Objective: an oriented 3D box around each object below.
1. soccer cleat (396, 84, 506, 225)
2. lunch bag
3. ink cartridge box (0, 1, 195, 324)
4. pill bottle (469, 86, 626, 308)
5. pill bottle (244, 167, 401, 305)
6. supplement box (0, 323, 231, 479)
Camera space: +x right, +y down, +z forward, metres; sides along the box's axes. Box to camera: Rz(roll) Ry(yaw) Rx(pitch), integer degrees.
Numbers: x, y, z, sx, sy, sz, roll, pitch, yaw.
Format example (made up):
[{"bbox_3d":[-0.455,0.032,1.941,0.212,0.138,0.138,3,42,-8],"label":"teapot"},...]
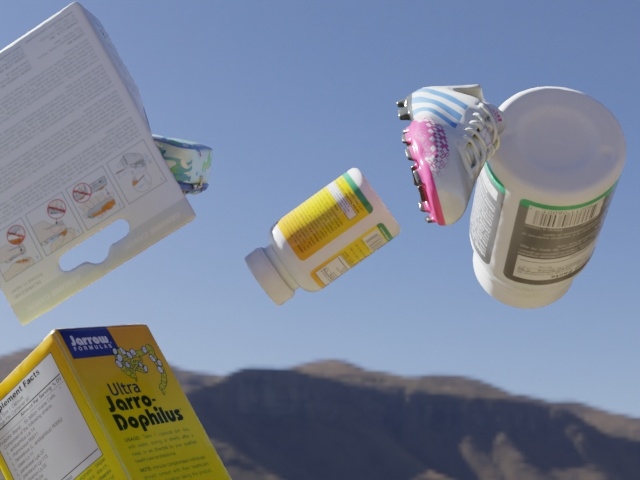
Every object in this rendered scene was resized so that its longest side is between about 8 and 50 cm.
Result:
[{"bbox_3d":[0.184,-0.134,1.622,0.143,0.116,0.331,-14,28,6],"label":"soccer cleat"},{"bbox_3d":[-0.286,-0.128,1.915,0.219,0.090,0.176,10,5,9],"label":"lunch bag"},{"bbox_3d":[-0.385,-0.111,1.785,0.308,0.385,0.091,-32,-13,6],"label":"ink cartridge box"},{"bbox_3d":[0.336,-0.052,1.862,0.204,0.204,0.361,1,-31,1],"label":"pill bottle"},{"bbox_3d":[0.000,0.000,1.726,0.208,0.117,0.117,-36,-19,3],"label":"pill bottle"},{"bbox_3d":[-0.277,0.314,1.640,0.194,0.356,0.195,-41,-21,25],"label":"supplement box"}]
